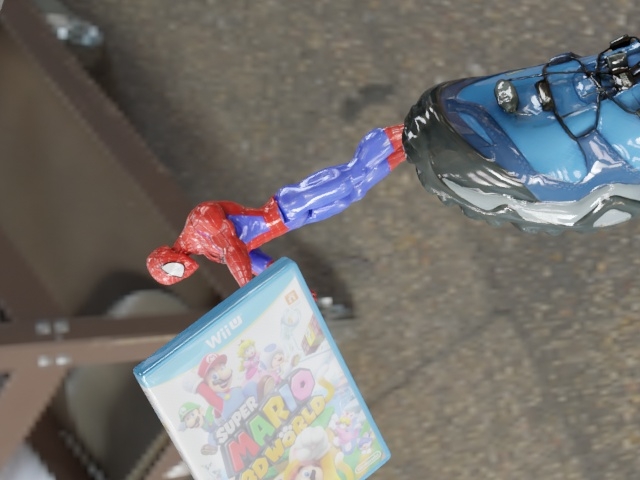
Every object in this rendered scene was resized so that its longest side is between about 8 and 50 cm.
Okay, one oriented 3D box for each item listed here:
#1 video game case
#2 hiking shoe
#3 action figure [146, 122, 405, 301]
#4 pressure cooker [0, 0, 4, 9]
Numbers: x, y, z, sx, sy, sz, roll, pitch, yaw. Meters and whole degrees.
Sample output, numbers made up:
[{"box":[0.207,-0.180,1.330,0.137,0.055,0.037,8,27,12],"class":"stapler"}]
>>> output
[{"box":[-0.032,0.108,1.195,0.015,0.119,0.166,28,150,53],"class":"video game case"},{"box":[0.192,-0.088,1.041,0.113,0.304,0.132,-109,19,-44],"class":"hiking shoe"},{"box":[0.000,0.000,1.599,0.280,0.091,0.139,-21,72,-7],"class":"action figure"},{"box":[-0.441,-0.361,1.702,0.370,0.375,0.420,20,138,4],"class":"pressure cooker"}]
